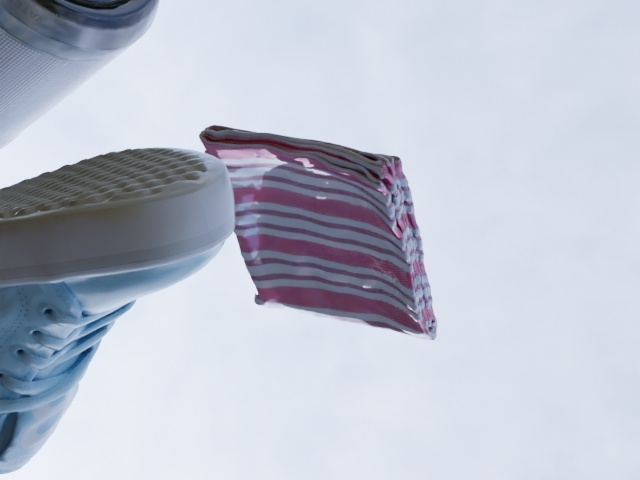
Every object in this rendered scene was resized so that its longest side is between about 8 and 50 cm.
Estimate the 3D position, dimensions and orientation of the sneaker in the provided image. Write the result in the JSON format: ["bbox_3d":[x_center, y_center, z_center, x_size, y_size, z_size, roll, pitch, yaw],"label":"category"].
[{"bbox_3d":[-0.161,0.048,1.079,0.366,0.135,0.150,-13,-77,47],"label":"sneaker"}]

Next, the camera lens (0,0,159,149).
[{"bbox_3d":[-0.275,-0.192,1.528,0.274,0.219,0.219,-33,-128,36],"label":"camera lens"}]

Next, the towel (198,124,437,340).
[{"bbox_3d":[0.000,0.000,1.351,0.144,0.197,0.029,11,-126,22],"label":"towel"}]
